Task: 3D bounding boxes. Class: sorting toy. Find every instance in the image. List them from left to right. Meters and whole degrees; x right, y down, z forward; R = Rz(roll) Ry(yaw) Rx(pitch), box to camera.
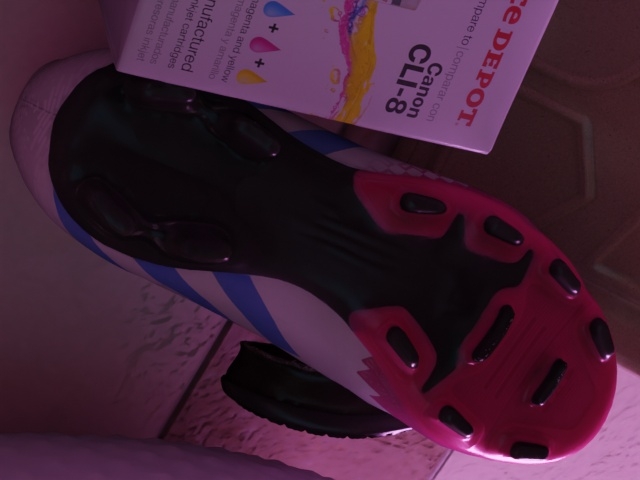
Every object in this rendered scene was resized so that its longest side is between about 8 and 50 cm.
[{"bbox_3d":[0.202,-0.034,0.872,0.307,0.041,0.229,27,115,3],"label":"sorting toy"}]

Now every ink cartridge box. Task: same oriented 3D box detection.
[{"bbox_3d":[0.005,-0.135,0.767,0.176,0.127,0.128,11,119,-22],"label":"ink cartridge box"}]

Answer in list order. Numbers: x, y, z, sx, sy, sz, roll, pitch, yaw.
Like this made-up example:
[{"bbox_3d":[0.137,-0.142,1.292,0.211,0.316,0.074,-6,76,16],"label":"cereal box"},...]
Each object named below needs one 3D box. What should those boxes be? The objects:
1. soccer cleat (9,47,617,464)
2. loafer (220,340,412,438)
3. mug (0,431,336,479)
[{"bbox_3d":[0.000,0.000,0.853,0.331,0.143,0.116,30,87,-26],"label":"soccer cleat"},{"bbox_3d":[0.051,0.054,0.948,0.220,0.080,0.078,-3,101,-24],"label":"loafer"},{"bbox_3d":[-0.074,0.267,0.869,0.328,0.374,0.276,4,127,-25],"label":"mug"}]
